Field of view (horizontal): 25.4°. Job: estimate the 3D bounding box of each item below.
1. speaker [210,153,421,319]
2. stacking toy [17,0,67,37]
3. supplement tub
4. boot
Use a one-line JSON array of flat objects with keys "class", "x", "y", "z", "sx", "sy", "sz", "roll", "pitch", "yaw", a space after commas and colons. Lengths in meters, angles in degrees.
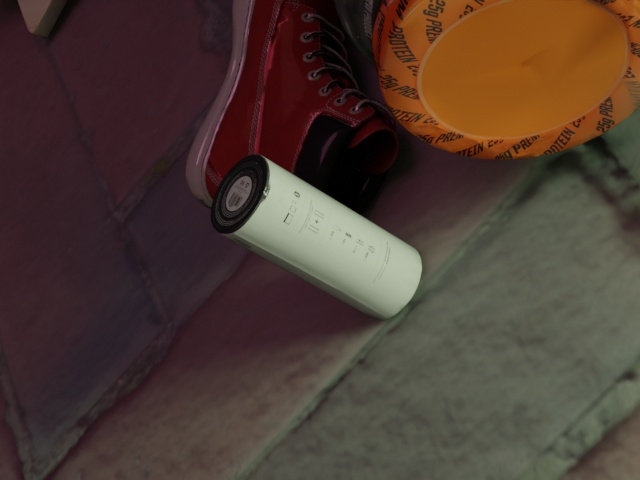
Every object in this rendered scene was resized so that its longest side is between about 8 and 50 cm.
[{"class": "speaker", "x": 0.000, "y": 0.000, "z": 0.888, "sx": 0.055, "sy": 0.136, "sz": 0.055, "roll": -32, "pitch": 43, "yaw": 36}, {"class": "stacking toy", "x": -0.262, "y": -0.371, "z": 1.488, "sx": 0.309, "sy": 0.130, "sz": 0.279, "roll": -50, "pitch": 65, "yaw": 15}, {"class": "supplement tub", "x": 0.102, "y": -0.229, "z": 0.874, "sx": 0.207, "sy": 0.207, "sz": 0.338, "roll": -31, "pitch": 45, "yaw": 31}, {"class": "boot", "x": 0.009, "y": -0.128, "z": 1.009, "sx": 0.176, "sy": 0.088, "sz": 0.244, "roll": 9, "pitch": 80, "yaw": 49}]
